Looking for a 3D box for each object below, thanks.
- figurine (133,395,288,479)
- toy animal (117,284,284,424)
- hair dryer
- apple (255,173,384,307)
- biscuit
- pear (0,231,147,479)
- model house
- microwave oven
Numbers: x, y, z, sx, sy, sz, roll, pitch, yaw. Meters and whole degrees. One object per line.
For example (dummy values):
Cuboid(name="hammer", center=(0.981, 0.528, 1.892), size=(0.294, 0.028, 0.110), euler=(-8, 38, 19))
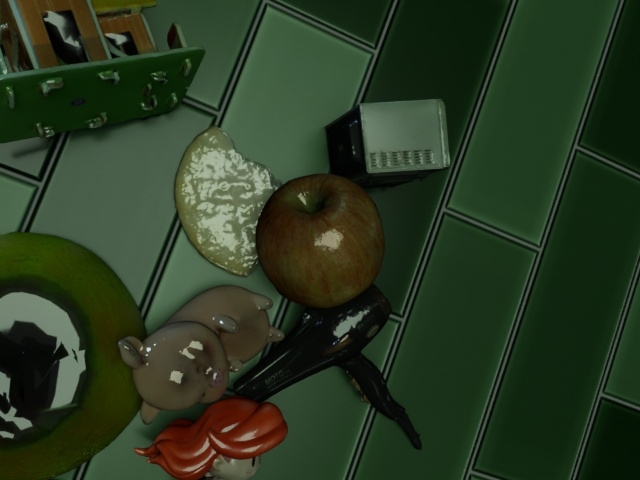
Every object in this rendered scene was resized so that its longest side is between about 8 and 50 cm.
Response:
Cuboid(name="figurine", center=(-0.173, 0.368, 1.071), size=(0.181, 0.208, 0.256), euler=(15, 85, -50))
Cuboid(name="toy animal", center=(-0.189, 0.166, 1.074), size=(0.250, 0.154, 0.166), euler=(-34, 114, -40))
Cuboid(name="hair dryer", center=(0.056, 0.272, 1.188), size=(0.304, 0.120, 0.359), euler=(-39, 107, -4))
Cuboid(name="apple", center=(0.000, 0.000, 1.100), size=(0.211, 0.211, 0.187), euler=(-35, 136, -13))
Cuboid(name="biscuit", center=(-0.150, -0.068, 1.160), size=(0.188, 0.040, 0.265), euler=(-18, 93, -12))
Cuboid(name="pear", center=(-0.439, 0.184, 0.998), size=(0.399, 0.165, 0.398), euler=(0, 91, -18))
Cuboid(name="model house", center=(-0.358, -0.361, 0.960), size=(0.301, 0.340, 0.323), euler=(-19, 81, -28))
Cuboid(name="microwave oven", center=(0.106, -0.152, 1.142), size=(0.163, 0.205, 0.129), euler=(-7, 90, -13))
